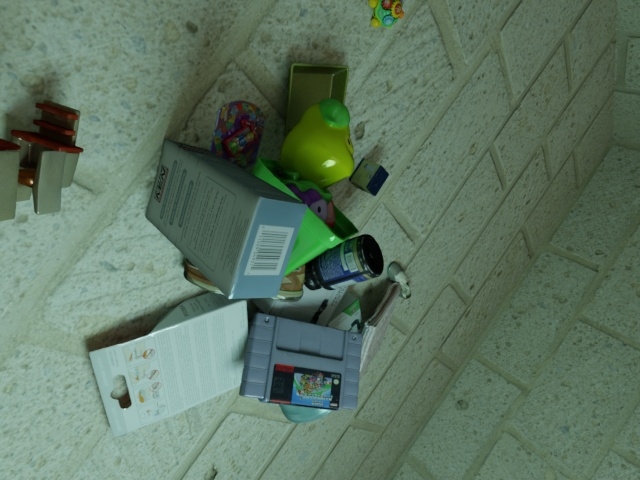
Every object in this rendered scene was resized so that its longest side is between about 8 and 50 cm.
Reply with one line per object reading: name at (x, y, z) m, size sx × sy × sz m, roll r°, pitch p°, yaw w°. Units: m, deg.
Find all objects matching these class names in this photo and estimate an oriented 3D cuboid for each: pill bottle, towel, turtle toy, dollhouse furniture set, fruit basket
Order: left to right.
dollhouse furniture set at (-0.487, -0.145, 0.638) m, size 0.259 × 0.261 × 0.135 m, roll -41°, pitch 149°, yaw -73°
fruit basket at (-0.010, -0.125, 1.029) m, size 0.392 × 0.283 × 0.392 m, roll -44°, pitch 176°, yaw -4°
pill bottle at (0.055, 0.069, 1.215) m, size 0.122 × 0.219 × 0.123 m, roll 34°, pitch 47°, yaw -45°
towel at (0.205, 0.362, 1.682) m, size 0.317 × 0.053 × 0.332 m, roll -39°, pitch 149°, yaw -54°
turtle toy at (0.179, -0.618, 1.131) m, size 0.095 × 0.066 × 0.130 m, roll -37°, pitch 135°, yaw -23°

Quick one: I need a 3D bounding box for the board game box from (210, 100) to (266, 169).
board game box at (-0.185, -0.240, 1.026) m, size 0.133 × 0.033 × 0.169 m, roll 1°, pitch 113°, yaw -46°

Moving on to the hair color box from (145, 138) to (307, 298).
hair color box at (-0.204, -0.055, 0.857) m, size 0.113 × 0.374 × 0.186 m, roll 5°, pitch 110°, yaw -46°

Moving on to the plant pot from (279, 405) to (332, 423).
plant pot at (-0.048, 0.399, 1.402) m, size 0.293 × 0.293 × 0.196 m, roll -38°, pitch 109°, yaw -22°

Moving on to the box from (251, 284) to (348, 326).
box at (-0.056, 0.165, 1.365) m, size 0.290 × 0.087 × 0.169 m, roll 27°, pitch 94°, yaw -50°

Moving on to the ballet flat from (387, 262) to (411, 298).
ballet flat at (0.330, 0.166, 1.767) m, size 0.072 × 0.068 × 0.213 m, roll -45°, pitch 138°, yaw -15°

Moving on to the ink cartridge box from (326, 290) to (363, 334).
ink cartridge box at (0.070, 0.301, 1.574) m, size 0.153 × 0.086 × 0.209 m, roll -36°, pitch 136°, yaw -24°

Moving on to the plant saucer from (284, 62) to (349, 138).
plant saucer at (-0.019, -0.353, 1.113) m, size 0.188 × 0.045 × 0.189 m, roll -16°, pitch 125°, yaw -39°

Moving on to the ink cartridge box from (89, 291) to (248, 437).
ink cartridge box at (-0.377, 0.315, 1.155) m, size 0.384 × 0.091 × 0.308 m, roll -16°, pitch 125°, yaw -29°

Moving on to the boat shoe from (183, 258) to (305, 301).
boat shoe at (-0.184, 0.075, 1.127) m, size 0.323 × 0.122 × 0.120 m, roll 11°, pitch 101°, yaw -30°

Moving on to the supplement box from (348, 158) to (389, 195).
supplement box at (0.150, -0.196, 1.350) m, size 0.083 × 0.083 × 0.056 m, roll -56°, pitch 140°, yaw -2°

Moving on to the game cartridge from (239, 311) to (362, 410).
game cartridge at (-0.041, 0.349, 1.234) m, size 0.354 × 0.068 × 0.230 m, roll 17°, pitch 63°, yaw -26°

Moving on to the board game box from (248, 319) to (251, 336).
board game box at (-0.191, 0.331, 1.319) m, size 0.026 × 0.103 × 0.154 m, roll -7°, pitch 118°, yaw -42°
